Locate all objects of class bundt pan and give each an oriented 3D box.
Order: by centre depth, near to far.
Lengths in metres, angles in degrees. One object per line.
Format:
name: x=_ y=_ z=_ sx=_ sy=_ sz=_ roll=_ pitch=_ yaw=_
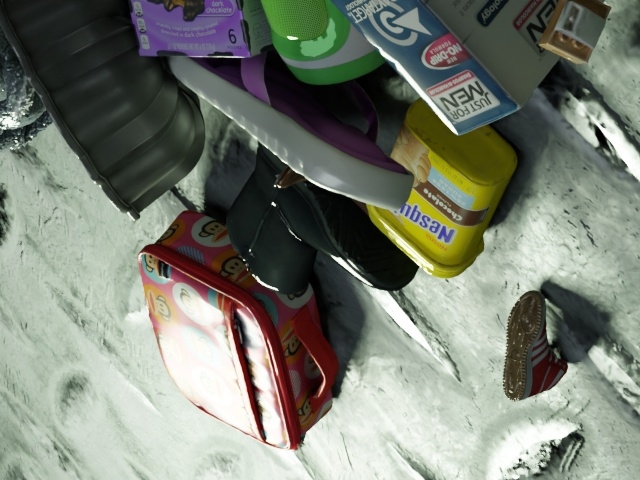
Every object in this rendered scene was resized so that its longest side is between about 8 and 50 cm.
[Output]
bundt pan: x=-0.228 y=-0.193 z=2.106 sx=0.331 sy=0.124 sz=0.331 roll=61 pitch=-176 yaw=-6

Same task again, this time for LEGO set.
LEGO set: x=0.199 y=-0.284 z=1.476 sx=0.107 sy=0.132 sz=0.287 roll=22 pitch=119 yaw=51

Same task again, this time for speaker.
speaker: x=-0.019 y=-0.295 z=1.785 sx=0.131 sy=0.131 sz=0.296 roll=18 pitch=138 yaw=45

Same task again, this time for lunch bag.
lunch bag: x=-0.085 y=0.119 z=2.391 sx=0.258 sy=0.120 sz=0.293 roll=25 pitch=144 yaw=32

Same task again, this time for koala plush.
koala plush: x=-0.380 y=-0.204 z=2.275 sx=0.196 sy=0.203 sz=0.221 roll=48 pitch=172 yaw=1

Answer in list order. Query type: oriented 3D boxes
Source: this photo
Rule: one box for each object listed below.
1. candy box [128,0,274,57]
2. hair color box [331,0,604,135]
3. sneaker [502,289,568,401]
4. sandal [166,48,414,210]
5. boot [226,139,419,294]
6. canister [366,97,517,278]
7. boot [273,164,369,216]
candy box: x=-0.122 y=-0.283 z=1.913 sx=0.165 sy=0.070 sz=0.196 roll=6 pitch=114 yaw=43
hair color box: x=0.066 y=-0.271 z=1.580 sx=0.347 sy=0.174 sz=0.105 roll=46 pitch=152 yaw=-12
sneaker: x=0.225 y=0.105 z=2.004 sx=0.042 sy=0.067 sz=0.118 roll=25 pitch=112 yaw=43
sandal: x=-0.015 y=-0.145 z=1.939 sx=0.169 sy=0.102 sz=0.416 roll=18 pitch=-166 yaw=-37
boot: x=0.000 y=0.000 z=2.134 sx=0.246 sy=0.094 sz=0.207 roll=49 pitch=149 yaw=18
canister: x=0.120 y=-0.055 z=1.924 sx=0.126 sy=0.073 sz=0.170 roll=43 pitch=149 yaw=15
boot: x=0.022 y=-0.053 z=2.027 sx=0.114 sy=0.106 sz=0.037 roll=44 pitch=147 yaw=10
